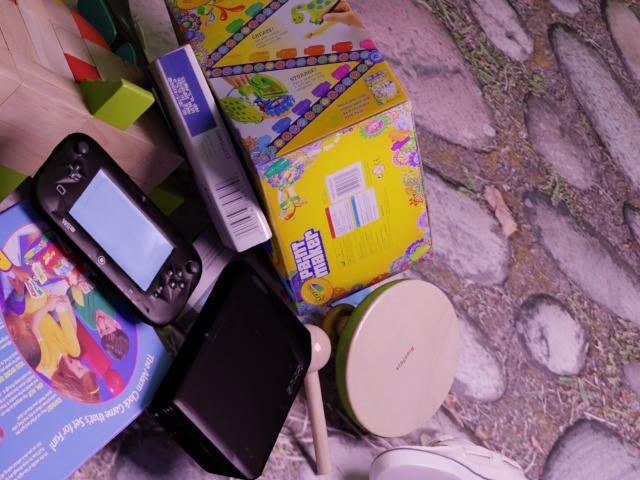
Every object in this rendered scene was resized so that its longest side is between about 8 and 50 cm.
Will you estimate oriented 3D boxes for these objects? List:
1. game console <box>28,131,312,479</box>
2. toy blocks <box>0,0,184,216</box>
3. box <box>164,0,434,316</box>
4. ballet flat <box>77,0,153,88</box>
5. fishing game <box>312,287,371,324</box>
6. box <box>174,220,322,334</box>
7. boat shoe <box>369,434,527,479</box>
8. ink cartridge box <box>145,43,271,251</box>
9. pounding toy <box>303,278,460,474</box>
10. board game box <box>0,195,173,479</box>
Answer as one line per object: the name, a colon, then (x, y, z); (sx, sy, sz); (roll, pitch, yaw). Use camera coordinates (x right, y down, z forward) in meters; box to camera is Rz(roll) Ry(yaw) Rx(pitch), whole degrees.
game console: (-0.151, 0.057, 1.579); (0.361, 0.044, 0.213); (48, 40, -21)
toy blocks: (-0.311, -0.189, 1.697); (0.381, 0.191, 0.261); (24, 31, -50)
box: (-0.020, -0.125, 1.794); (0.290, 0.177, 0.279); (75, -11, -54)
ballet flat: (-0.229, -0.221, 1.922); (0.074, 0.074, 0.203); (8, 49, -43)
fishing game: (0.000, 0.000, 1.980); (0.189, 0.041, 0.264); (34, 37, -24)
box: (-0.091, 0.081, 1.803); (0.186, 0.038, 0.145); (45, 34, -6)
boat shoe: (0.151, 0.266, 1.839); (0.267, 0.096, 0.088); (18, 40, -37)
ink cartridge box: (-0.127, -0.098, 1.757); (0.224, 0.045, 0.223); (-165, -128, -82)
pounding toy: (0.041, 0.134, 1.831); (0.237, 0.110, 0.183); (-24, 115, -37)
board game box: (-0.288, 0.108, 1.462); (0.233, 0.078, 0.347); (61, 30, -7)
